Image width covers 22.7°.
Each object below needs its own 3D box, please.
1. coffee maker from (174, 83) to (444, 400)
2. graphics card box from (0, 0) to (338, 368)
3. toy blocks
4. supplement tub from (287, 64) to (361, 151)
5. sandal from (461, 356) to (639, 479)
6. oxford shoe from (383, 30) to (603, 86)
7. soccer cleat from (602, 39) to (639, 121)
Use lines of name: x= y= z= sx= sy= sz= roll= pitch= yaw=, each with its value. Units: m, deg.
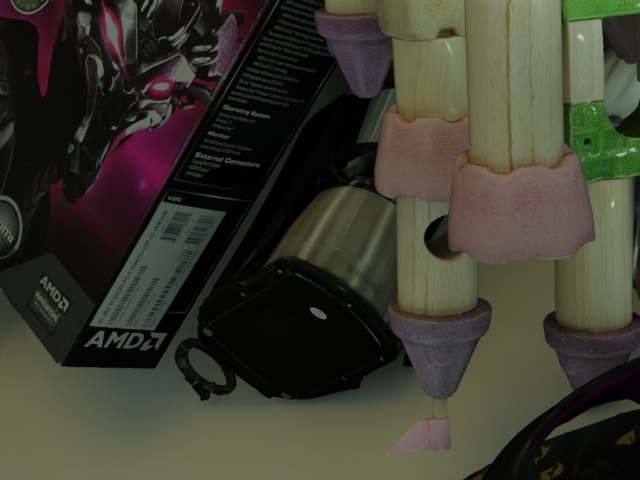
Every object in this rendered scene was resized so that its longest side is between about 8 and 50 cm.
coffee maker: x=0.000 y=0.000 z=1.006 sx=0.171 sy=0.120 sz=0.178 roll=-6 pitch=39 yaw=35
graphics card box: x=-0.111 y=-0.128 z=1.023 sx=0.233 sy=0.094 sz=0.371 roll=47 pitch=116 yaw=33
toy blocks: x=0.155 y=-0.036 z=0.855 sx=0.288 sy=0.260 sz=0.309 roll=-10 pitch=18 yaw=-17
supplement tub: x=-0.051 y=-0.218 z=1.216 sx=0.235 sy=0.235 sz=0.325 roll=-37 pitch=40 yaw=-9
sandal: x=0.188 y=0.099 z=0.732 sx=0.445 sy=0.107 sz=0.167 roll=-26 pitch=33 yaw=6
oxford shoe: x=0.189 y=-0.190 z=1.077 sx=0.363 sy=0.130 sz=0.133 roll=-36 pitch=24 yaw=-18
soccer cleat: x=0.231 y=-0.134 z=1.043 sx=0.196 sy=0.076 sz=0.068 roll=-17 pitch=35 yaw=21
